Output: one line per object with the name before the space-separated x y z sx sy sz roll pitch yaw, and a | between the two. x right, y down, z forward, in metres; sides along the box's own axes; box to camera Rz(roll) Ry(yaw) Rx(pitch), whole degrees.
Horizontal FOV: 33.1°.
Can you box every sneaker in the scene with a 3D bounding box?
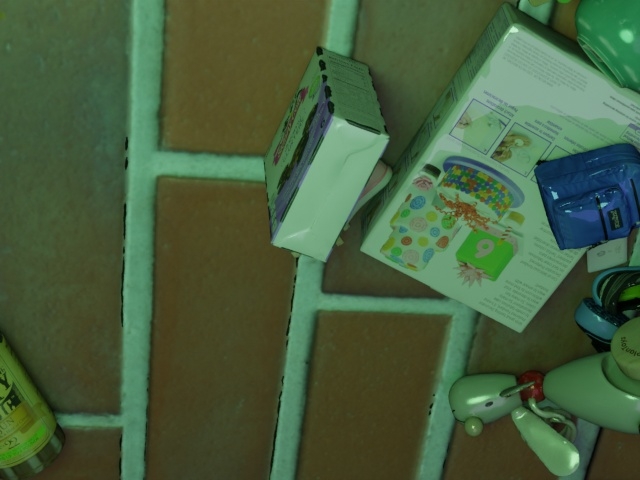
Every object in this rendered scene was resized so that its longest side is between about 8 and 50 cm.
sneaker | 0.018 -0.060 1.312 0.070 0.051 0.134 38 105 -27
sneaker | 0.455 0.058 1.417 0.188 0.078 0.067 -17 121 2
sneaker | 0.422 0.165 1.479 0.232 0.081 0.090 31 109 -22

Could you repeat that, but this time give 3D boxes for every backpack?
backpack | 0.312 -0.044 1.193 0.120 0.101 0.098 -17 124 8

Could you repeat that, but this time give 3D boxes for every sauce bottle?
sauce bottle | -0.446 0.157 1.361 0.111 0.111 0.344 -20 122 7

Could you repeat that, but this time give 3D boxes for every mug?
mug | 0.338 -0.215 1.144 0.097 0.129 0.158 -42 139 9

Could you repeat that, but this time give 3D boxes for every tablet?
tablet | 0.375 0.013 1.406 0.054 0.006 0.083 -16 143 4

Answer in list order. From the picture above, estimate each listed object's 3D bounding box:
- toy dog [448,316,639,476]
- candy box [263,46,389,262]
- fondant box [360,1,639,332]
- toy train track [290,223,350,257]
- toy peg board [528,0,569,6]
toy dog | 0.334 0.229 1.406 0.220 0.161 0.334 39 130 -20
candy box | 0.001 -0.100 1.198 0.070 0.196 0.165 19 118 -16
fondant box | 0.230 -0.079 1.284 0.238 0.096 0.330 27 114 -13
toy train track | 0.000 0.000 1.369 0.083 0.014 0.048 -29 120 12
toy peg board | 0.286 -0.341 1.150 0.161 0.079 0.161 -22 122 7
